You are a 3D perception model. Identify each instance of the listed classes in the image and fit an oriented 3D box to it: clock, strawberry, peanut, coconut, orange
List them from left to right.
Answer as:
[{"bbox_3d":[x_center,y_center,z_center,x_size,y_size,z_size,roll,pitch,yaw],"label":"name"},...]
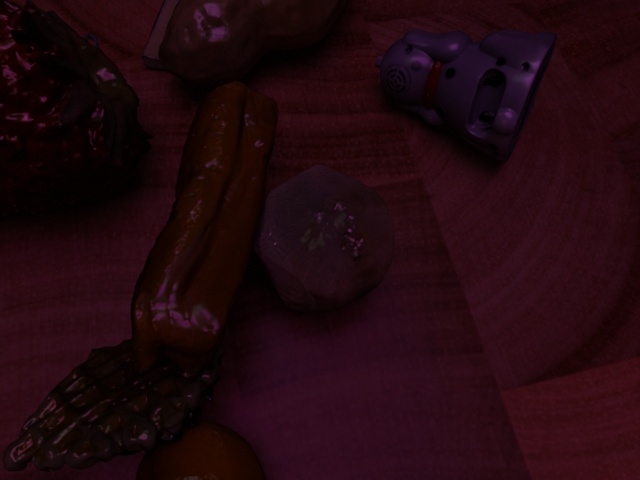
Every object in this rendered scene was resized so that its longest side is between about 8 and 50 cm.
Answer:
[{"bbox_3d":[-0.416,-0.136,0.636,0.343,0.292,0.292,-32,70,10],"label":"strawberry"},{"bbox_3d":[-0.127,0.272,0.513,0.134,0.156,0.156,8,65,-22],"label":"orange"},{"bbox_3d":[-0.088,-0.377,0.783,0.387,0.169,0.192,-39,78,-14],"label":"peanut"},{"bbox_3d":[0.003,-0.001,0.609,0.194,0.194,0.194,1,67,-3],"label":"coconut"},{"bbox_3d":[0.208,-0.250,0.757,0.254,0.189,0.189,27,67,25],"label":"clock"}]

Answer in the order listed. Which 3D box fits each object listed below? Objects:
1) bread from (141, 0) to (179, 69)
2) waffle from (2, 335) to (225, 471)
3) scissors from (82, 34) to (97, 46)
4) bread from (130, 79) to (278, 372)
[{"bbox_3d":[-0.255,-0.360,0.839,0.068,0.028,0.153,8,66,0],"label":"bread"},{"bbox_3d":[-0.215,0.166,0.541,0.208,0.214,0.054,-7,111,3],"label":"waffle"},{"bbox_3d":[-0.394,-0.301,0.813,0.058,0.014,0.119,-24,67,-8],"label":"scissors"},{"bbox_3d":[-0.141,-0.021,0.588,0.109,0.185,0.380,19,51,-17],"label":"bread"}]
